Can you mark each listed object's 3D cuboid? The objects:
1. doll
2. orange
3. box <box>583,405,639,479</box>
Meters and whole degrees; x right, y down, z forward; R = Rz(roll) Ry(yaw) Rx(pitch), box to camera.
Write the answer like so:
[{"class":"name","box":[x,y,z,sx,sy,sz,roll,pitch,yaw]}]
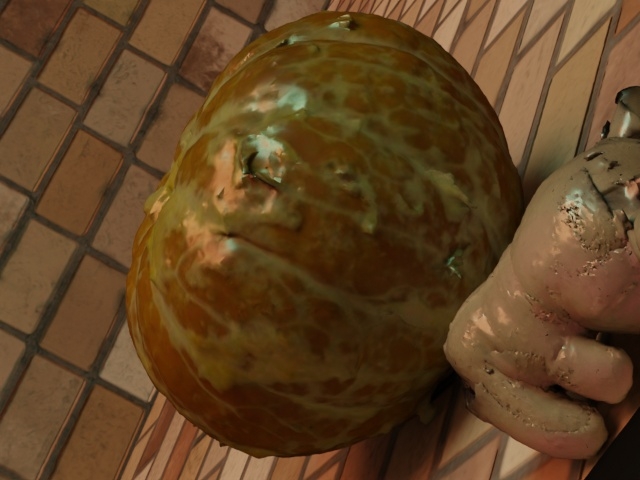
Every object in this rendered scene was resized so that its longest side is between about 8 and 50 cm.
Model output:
[{"class":"doll","box":[0.139,0.020,0.846,0.192,0.095,0.149,-59,8,23]},{"class":"orange","box":[0.000,0.000,1.145,0.329,0.249,0.329,-61,6,11]},{"class":"box","box":[0.152,0.130,0.539,0.289,0.073,0.290,-57,11,21]}]
